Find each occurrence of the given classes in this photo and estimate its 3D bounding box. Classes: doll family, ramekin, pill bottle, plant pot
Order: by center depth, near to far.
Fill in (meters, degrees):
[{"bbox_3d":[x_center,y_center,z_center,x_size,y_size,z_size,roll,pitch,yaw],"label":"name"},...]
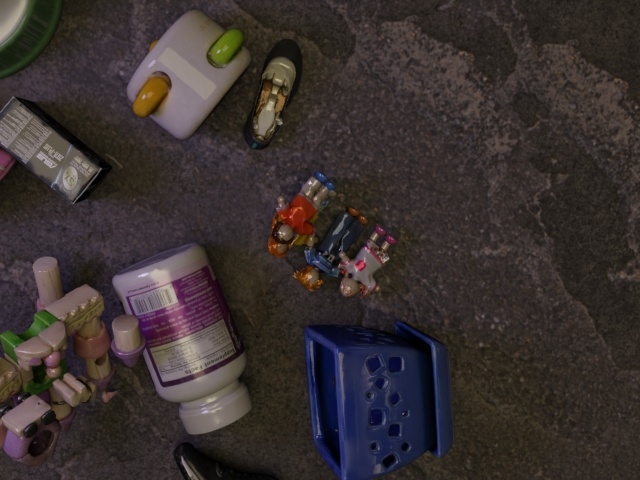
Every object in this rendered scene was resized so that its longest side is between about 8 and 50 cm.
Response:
[{"bbox_3d":[-0.583,-0.414,1.443,0.303,0.148,0.304,-1,96,-6],"label":"ramekin"},{"bbox_3d":[-0.226,0.169,1.532,0.169,0.169,0.302,-21,98,-4],"label":"pill bottle"},{"bbox_3d":[0.103,0.264,1.553,0.212,0.236,0.236,-7,96,-13],"label":"plant pot"},{"bbox_3d":[0.000,0.000,1.583,0.263,0.118,0.163,40,84,-26],"label":"doll family"}]

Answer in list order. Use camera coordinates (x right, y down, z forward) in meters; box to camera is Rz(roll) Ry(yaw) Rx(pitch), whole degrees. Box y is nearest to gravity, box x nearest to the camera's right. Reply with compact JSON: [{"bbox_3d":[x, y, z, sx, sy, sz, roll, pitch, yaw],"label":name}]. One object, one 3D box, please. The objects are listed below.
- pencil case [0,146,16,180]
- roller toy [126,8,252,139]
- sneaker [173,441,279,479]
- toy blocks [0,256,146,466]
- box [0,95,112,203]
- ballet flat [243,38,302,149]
[{"bbox_3d":[-0.676,-0.205,1.408,0.386,0.167,0.160,45,70,-24],"label":"pencil case"},{"bbox_3d":[-0.223,-0.275,1.475,0.146,0.191,0.209,39,88,-9],"label":"roller toy"},{"bbox_3d":[-0.144,0.451,1.617,0.124,0.107,0.283,-42,103,-16],"label":"sneaker"},{"bbox_3d":[-0.437,0.241,1.434,0.288,0.309,0.260,-36,140,-39],"label":"toy blocks"},{"bbox_3d":[-0.447,-0.149,1.486,0.180,0.147,0.077,40,90,-9],"label":"box"},{"bbox_3d":[-0.079,-0.254,1.556,0.074,0.074,0.203,20,93,-8],"label":"ballet flat"}]
